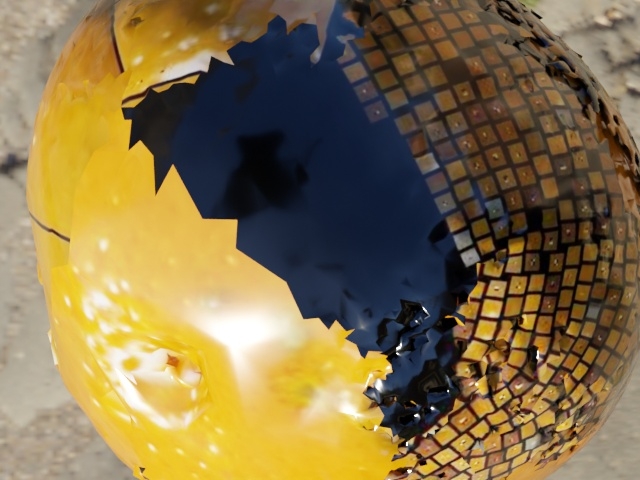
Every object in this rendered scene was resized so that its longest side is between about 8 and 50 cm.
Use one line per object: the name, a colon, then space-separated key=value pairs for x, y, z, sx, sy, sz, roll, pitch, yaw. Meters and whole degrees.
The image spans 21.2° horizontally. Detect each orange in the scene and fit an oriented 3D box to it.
orange: x=0.000 y=0.000 z=0.599 sx=0.234 sy=0.182 sz=0.234 roll=31 pitch=143 yaw=26
